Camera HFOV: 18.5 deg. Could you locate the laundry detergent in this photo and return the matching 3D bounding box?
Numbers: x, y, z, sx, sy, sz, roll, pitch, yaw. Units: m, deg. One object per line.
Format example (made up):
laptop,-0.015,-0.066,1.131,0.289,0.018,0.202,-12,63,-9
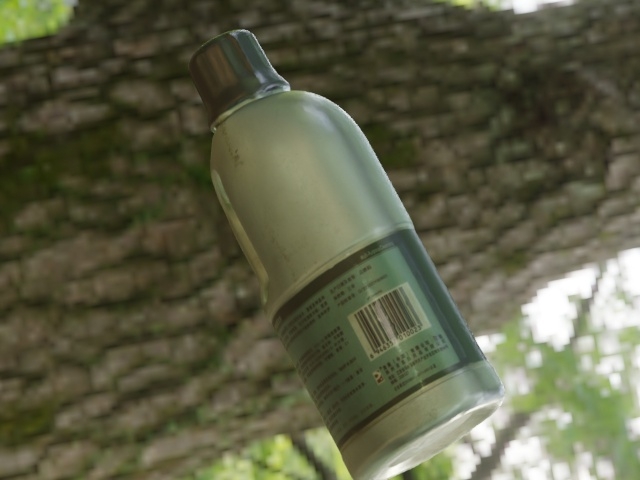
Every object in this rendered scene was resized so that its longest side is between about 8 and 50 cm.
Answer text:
laundry detergent,0.000,0.000,0.939,0.225,0.070,0.099,61,-34,14
